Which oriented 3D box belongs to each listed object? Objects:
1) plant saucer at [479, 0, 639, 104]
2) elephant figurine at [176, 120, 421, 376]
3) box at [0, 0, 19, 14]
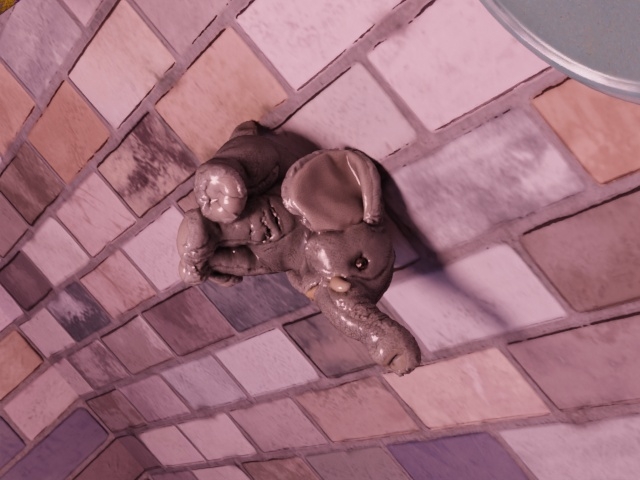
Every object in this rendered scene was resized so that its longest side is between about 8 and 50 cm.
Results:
[{"bbox_3d":[0.171,-0.197,0.718,0.317,0.043,0.318,35,152,22],"label":"plant saucer"},{"bbox_3d":[0.000,0.000,1.146,0.239,0.186,0.169,14,-176,7],"label":"elephant figurine"},{"bbox_3d":[-0.407,-0.326,1.120,0.279,0.290,0.177,37,153,16],"label":"box"}]
